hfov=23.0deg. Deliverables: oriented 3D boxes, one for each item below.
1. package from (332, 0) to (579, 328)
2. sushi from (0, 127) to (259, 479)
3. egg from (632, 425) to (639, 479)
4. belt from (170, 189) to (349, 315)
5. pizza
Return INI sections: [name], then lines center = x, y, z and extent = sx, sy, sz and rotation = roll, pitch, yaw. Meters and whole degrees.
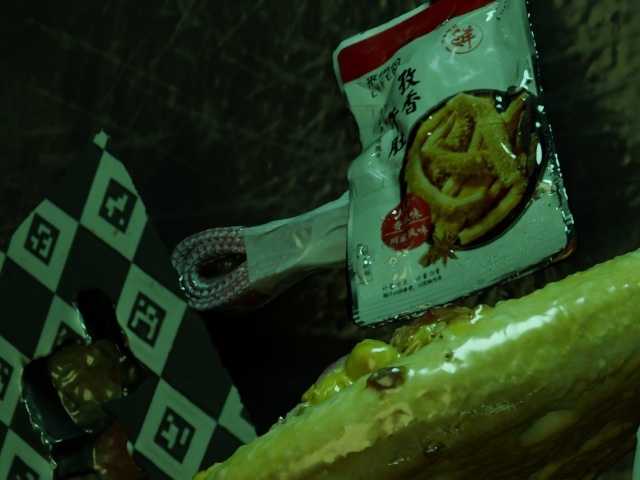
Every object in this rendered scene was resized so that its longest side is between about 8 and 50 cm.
[package]
center = 0.078, -0.065, 0.997
extent = 0.154, 0.030, 0.239
rotation = -24, 49, 26
[sushi]
center = -0.157, 0.122, 1.140
extent = 0.294, 0.059, 0.292
rotation = -41, 70, 33
[egg]
center = 0.319, 0.175, 0.788
extent = 0.354, 0.354, 0.340
rotation = 24, 118, 23
[belt]
center = 0.000, 0.000, 1.086
extent = 0.232, 0.053, 0.071
rotation = -21, 78, 26
[pizza]
center = 0.094, 0.108, 0.944
extent = 0.409, 0.278, 0.114
rotation = -26, 68, 2
